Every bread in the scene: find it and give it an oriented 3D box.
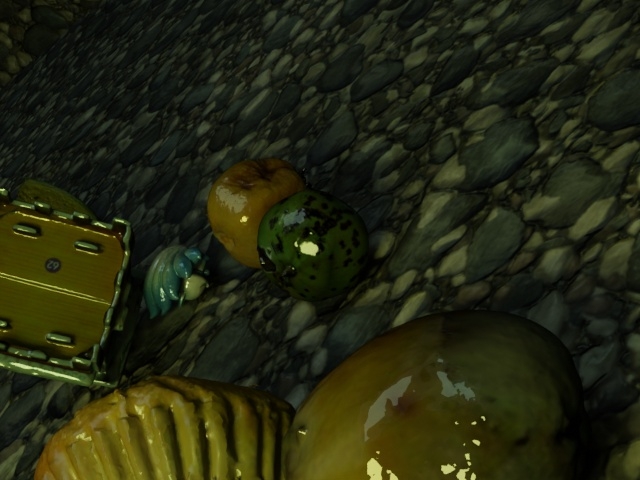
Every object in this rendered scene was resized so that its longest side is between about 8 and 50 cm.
[{"bbox_3d":[-0.117,0.213,0.842,0.240,0.240,0.139,-37,43,19],"label":"bread"}]

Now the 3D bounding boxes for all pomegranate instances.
[{"bbox_3d":[0.000,0.000,1.096,0.122,0.122,0.161,-30,4,28],"label":"pomegranate"}]

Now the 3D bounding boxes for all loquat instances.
[{"bbox_3d":[0.081,0.142,0.716,0.227,0.179,0.179,-36,29,15],"label":"loquat"},{"bbox_3d":[-0.065,-0.034,1.206,0.137,0.137,0.113,-58,3,-21],"label":"loquat"}]

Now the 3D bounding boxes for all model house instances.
[{"bbox_3d":[-0.336,0.069,1.267,0.215,0.224,0.198,123,160,-71],"label":"model house"}]

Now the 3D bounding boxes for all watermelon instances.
[{"bbox_3d":[-0.447,-0.015,1.708,0.123,0.129,0.301,-45,33,9],"label":"watermelon"}]

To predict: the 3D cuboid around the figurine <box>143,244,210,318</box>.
[{"bbox_3d":[-0.187,0.057,1.315,0.114,0.079,0.114,-54,16,23],"label":"figurine"}]
